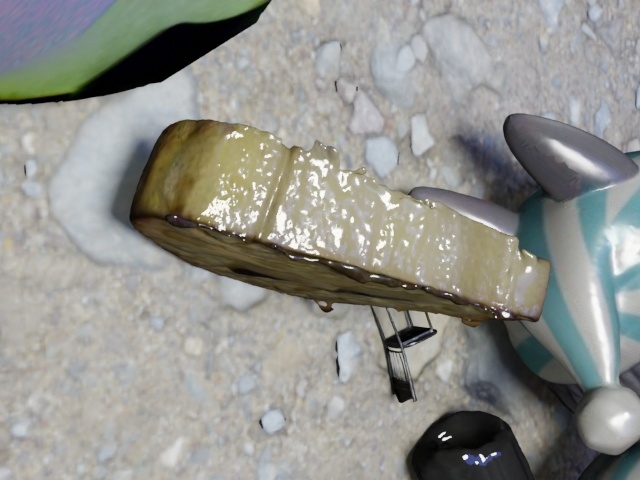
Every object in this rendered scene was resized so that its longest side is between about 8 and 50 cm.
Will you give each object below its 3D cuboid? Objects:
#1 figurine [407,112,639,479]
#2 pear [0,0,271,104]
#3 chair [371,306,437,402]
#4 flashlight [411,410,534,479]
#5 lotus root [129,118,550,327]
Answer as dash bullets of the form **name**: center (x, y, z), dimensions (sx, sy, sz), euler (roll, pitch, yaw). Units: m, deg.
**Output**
- **figurine**: center (0.215, 0.084, 0.855), dimensions (0.377, 0.266, 0.361), euler (28, 69, -5)
- **pear**: center (-0.095, -0.263, 0.530), dimensions (0.399, 0.399, 0.165), euler (-22, 70, -35)
- **chair**: center (0.071, 0.083, 0.830), dimensions (0.042, 0.037, 0.086), euler (-18, 99, -25)
- **flashlight**: center (0.195, 0.328, 0.902), dimensions (0.103, 0.103, 0.424), euler (-38, 114, -30)
- **lotus root**: center (0.000, 0.000, 0.689), dimensions (0.260, 0.170, 0.074), euler (20, 73, -27)
